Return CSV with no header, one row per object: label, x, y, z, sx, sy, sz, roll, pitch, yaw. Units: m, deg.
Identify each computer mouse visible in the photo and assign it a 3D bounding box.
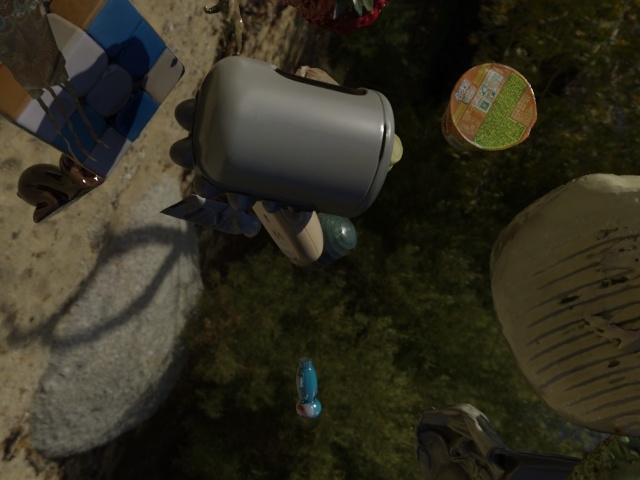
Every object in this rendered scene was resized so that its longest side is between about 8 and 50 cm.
computer mouse,-0.071,-0.064,1.113,0.082,0.237,0.145,-36,-164,-15

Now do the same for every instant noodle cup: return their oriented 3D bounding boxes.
instant noodle cup,0.318,-0.247,1.198,0.185,0.168,0.169,-121,-126,-89

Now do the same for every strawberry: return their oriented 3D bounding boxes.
strawberry,0.014,-0.521,1.087,0.277,0.257,0.258,43,-66,45

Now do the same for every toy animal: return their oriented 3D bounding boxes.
toy animal,-0.215,-0.504,1.382,0.086,0.069,0.220,-32,129,-43

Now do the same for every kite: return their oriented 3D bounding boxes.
kite,-0.353,-0.207,0.784,0.127,0.230,0.016,-19,-162,33

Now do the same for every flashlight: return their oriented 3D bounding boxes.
flashlight,-0.026,0.291,1.183,0.051,0.051,0.129,-93,180,-76

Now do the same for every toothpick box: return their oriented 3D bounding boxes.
toothpick box,-0.068,-0.150,0.926,0.229,0.316,0.229,-171,-90,-70

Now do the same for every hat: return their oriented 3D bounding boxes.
hat,0.273,0.330,0.915,0.149,0.244,0.214,-107,-153,-46

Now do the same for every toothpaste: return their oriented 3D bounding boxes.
toothpaste,-0.231,-0.057,1.329,0.096,0.266,0.061,-25,-110,24

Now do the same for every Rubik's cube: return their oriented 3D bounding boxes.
Rubik's cube,-0.581,-0.403,1.344,0.347,0.344,0.346,-55,164,-3

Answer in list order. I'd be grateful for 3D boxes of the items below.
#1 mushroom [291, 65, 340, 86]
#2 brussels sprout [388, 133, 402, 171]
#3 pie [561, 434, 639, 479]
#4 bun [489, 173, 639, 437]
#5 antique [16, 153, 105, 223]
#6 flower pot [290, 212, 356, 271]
mushroom,-0.057,-0.234,1.295,0.290,0.297,0.298,-56,-169,33
brussels sprout,0.117,-0.285,1.902,0.210,0.271,0.220,2,90,-67
pie,0.509,0.305,0.758,0.418,0.395,0.180,-45,-159,12
bun,0.307,0.058,0.596,0.168,0.273,0.273,-16,141,-49
antique,-0.714,-0.169,1.653,0.256,0.144,0.121,-28,-174,14
flower pot,0.000,0.000,1.834,0.243,0.157,0.189,-25,-177,42
